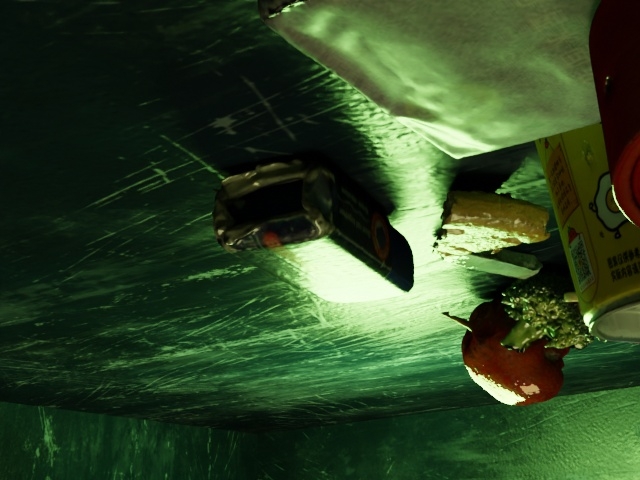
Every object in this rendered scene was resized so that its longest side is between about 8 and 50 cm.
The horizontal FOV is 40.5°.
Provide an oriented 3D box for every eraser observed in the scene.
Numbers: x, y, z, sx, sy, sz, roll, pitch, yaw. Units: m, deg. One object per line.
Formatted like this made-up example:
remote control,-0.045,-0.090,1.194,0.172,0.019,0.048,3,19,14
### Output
eraser,0.000,0.000,1.136,0.155,0.102,0.332,-10,158,23

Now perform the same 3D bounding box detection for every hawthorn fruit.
hawthorn fruit,0.334,0.184,1.601,0.243,0.207,0.207,24,159,1

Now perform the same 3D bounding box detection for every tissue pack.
tissue pack,0.194,-0.194,0.571,0.394,0.124,0.288,-15,155,32

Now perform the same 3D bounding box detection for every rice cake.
rice cake,0.261,0.026,1.342,0.211,0.034,0.043,13,147,-36

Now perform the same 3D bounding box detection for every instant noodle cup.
instant noodle cup,0.356,-0.052,0.803,0.325,0.254,0.325,-3,161,-1

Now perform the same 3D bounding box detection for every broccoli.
broccoli,0.376,0.133,1.465,0.167,0.154,0.160,13,120,-53

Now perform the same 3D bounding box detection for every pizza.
pizza,0.202,-0.024,1.149,0.154,0.069,0.194,5,166,-19

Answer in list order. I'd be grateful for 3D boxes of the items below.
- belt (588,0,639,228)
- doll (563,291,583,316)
belt,0.314,-0.079,0.541,0.323,0.115,0.227,15,152,-29
doll,0.547,0.083,1.384,0.271,0.144,0.208,-2,177,-39
